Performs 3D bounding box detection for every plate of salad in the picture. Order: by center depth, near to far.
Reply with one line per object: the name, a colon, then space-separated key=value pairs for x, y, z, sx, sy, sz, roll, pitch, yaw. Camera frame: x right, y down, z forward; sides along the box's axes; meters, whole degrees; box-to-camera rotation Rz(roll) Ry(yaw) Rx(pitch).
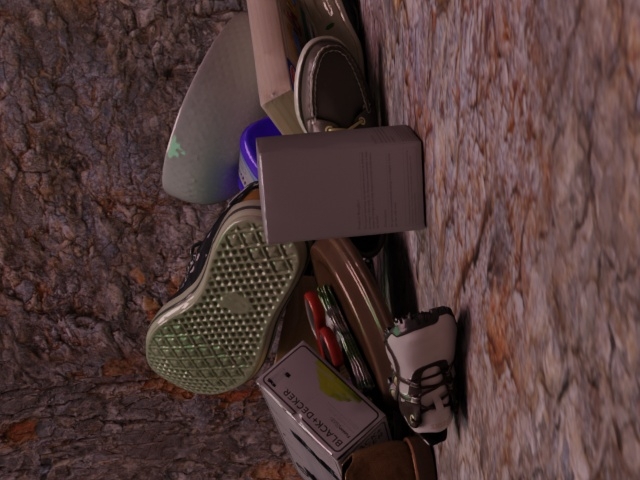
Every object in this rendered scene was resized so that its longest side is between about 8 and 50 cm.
plate of salad: x=0.089 y=0.241 z=1.650 sx=0.200 sy=0.048 sz=0.199 roll=174 pitch=90 yaw=-86

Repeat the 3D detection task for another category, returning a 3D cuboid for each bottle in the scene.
bottle: x=-0.079 y=-0.091 z=1.757 sx=0.118 sy=0.092 sz=0.283 roll=58 pitch=164 yaw=14

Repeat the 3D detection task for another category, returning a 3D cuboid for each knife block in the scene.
knife block: x=-0.021 y=0.116 z=1.772 sx=0.242 sy=0.276 sz=0.088 roll=47 pitch=155 yaw=31

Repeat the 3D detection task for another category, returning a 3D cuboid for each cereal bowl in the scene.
cereal bowl: x=-0.134 y=-0.207 z=1.876 sx=0.339 sy=0.141 sz=0.339 roll=25 pitch=-90 yaw=-87

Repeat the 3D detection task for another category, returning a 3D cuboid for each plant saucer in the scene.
plant saucer: x=0.051 y=0.109 z=1.468 sx=0.278 sy=0.041 sz=0.278 roll=157 pitch=90 yaw=-82

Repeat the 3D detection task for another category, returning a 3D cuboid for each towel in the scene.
towel: x=0.027 y=0.139 z=1.474 sx=0.113 sy=0.023 sz=0.152 roll=103 pitch=143 yaw=-73

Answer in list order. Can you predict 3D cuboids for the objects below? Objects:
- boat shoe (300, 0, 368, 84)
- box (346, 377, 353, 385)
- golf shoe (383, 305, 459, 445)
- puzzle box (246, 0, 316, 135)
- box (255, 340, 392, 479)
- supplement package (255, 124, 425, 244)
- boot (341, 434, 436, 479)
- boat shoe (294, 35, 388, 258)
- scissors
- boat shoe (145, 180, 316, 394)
boat shoe: x=0.036 y=-0.294 z=1.668 sx=0.079 sy=0.084 sz=0.233 roll=10 pitch=-117 yaw=-57
box: x=0.056 y=0.296 z=2.386 sx=0.162 sy=0.029 sz=0.116 roll=103 pitch=161 yaw=-82
golf shoe: x=0.110 y=0.135 z=1.082 sx=0.198 sy=0.077 sz=0.094 roll=78 pitch=173 yaw=-59
puzzle box: x=-0.020 y=-0.245 z=1.716 sx=0.272 sy=0.052 sz=0.409 roll=51 pitch=-161 yaw=-39
box: x=0.023 y=0.282 z=1.508 sx=0.169 sy=0.087 sz=0.290 roll=39 pitch=160 yaw=33
supplement package: x=0.020 y=-0.066 z=1.247 sx=0.105 sy=0.179 sz=0.105 roll=-107 pitch=13 yaw=-72
boot: x=0.089 y=0.394 z=1.359 sx=0.112 sy=0.115 sz=0.305 roll=-143 pitch=46 yaw=-79
boat shoe: x=0.037 y=-0.123 z=1.487 sx=0.091 sy=0.109 sz=0.305 roll=-136 pitch=34 yaw=-67
scissors: x=0.015 y=0.172 z=1.538 sx=0.297 sy=0.021 sz=0.109 roll=79 pitch=165 yaw=-59
boat shoe: x=-0.131 y=0.079 z=1.700 sx=0.500 sy=0.187 sz=0.156 roll=-57 pitch=6 yaw=45
